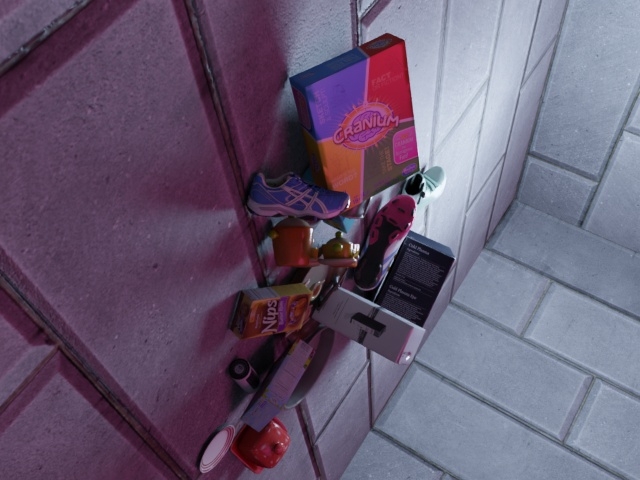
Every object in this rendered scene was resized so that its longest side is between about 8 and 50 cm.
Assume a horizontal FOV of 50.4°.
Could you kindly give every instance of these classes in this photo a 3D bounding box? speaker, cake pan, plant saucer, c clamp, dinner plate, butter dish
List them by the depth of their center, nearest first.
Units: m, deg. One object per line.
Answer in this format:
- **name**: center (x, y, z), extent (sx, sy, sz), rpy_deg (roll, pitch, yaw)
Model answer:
- **speaker**: center (-0.189, 0.343, 1.715), extent (0.055, 0.055, 0.136), rpy_deg (-55, 158, -19)
- **c clamp**: center (0.031, 0.125, 1.788), extent (0.137, 0.022, 0.160), rpy_deg (-57, -175, 1)
- **dinner plate**: center (-0.278, 0.550, 1.807), extent (0.141, 0.017, 0.141), rpy_deg (-50, 155, -33)
- **plant saucer**: center (-0.022, 0.137, 1.865), extent (0.310, 0.050, 0.310), rpy_deg (-49, 156, -31)
- **butter dish**: center (-0.148, 0.582, 1.948), extent (0.160, 0.118, 0.160), rpy_deg (-53, 126, -25)
- **cake pan**: center (-0.050, 0.375, 2.075), extent (0.293, 0.054, 0.293), rpy_deg (-49, 155, -33)

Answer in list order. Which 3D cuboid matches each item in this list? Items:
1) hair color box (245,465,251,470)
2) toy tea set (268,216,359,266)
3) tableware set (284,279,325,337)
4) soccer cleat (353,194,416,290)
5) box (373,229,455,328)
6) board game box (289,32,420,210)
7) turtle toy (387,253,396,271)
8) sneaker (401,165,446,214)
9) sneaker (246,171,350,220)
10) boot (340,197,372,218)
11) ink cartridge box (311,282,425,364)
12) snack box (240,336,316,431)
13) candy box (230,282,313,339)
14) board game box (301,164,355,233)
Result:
- **hair color box**: center (-0.192, 0.638, 2.072), extent (0.072, 0.043, 0.141), rpy_deg (-42, 150, -41)
- **toy tea set**: center (0.000, 0.000, 1.607), extent (0.336, 0.200, 0.124), rpy_deg (23, 66, -82)
- **tableware set**: center (-0.044, 0.171, 1.760), extent (0.141, 0.020, 0.168), rpy_deg (-22, 135, -59)
- **soccer cleat**: center (0.196, 0.004, 2.159), extent (0.331, 0.116, 0.143), rpy_deg (-61, 175, 2)
- **box**: center (0.317, 0.144, 2.363), extent (0.343, 0.179, 0.312), rpy_deg (-37, 150, -80)
- **board game box**: center (0.082, -0.235, 1.419), extent (0.242, 0.064, 0.316), rpy_deg (-29, 131, -17)
- **turtle toy**: center (0.219, 0.048, 2.290), extent (0.095, 0.066, 0.130), rpy_deg (24, 91, -86)
- **sneaker**: center (0.355, -0.191, 2.274), extent (0.256, 0.094, 0.151), rpy_deg (-48, 161, -28)
- **sneaker**: center (-0.041, -0.091, 1.372), extent (0.080, 0.211, 0.081), rpy_deg (-114, -153, -62)
- **boot**: center (0.130, -0.158, 1.608), extent (0.190, 0.076, 0.208), rpy_deg (-11, 119, -46)
- **ink cartridge box**: center (0.140, 0.236, 1.913), extent (0.114, 0.273, 0.197), rpy_deg (-63, 159, -1)
- **snack box**: center (-0.112, 0.380, 1.797), extent (0.174, 0.070, 0.207), rpy_deg (-53, -176, 47)
- **candy box**: center (-0.114, 0.165, 1.603), extent (0.187, 0.053, 0.109), rpy_deg (-4, 121, -42)
- **board game box**: center (0.097, -0.217, 1.676), extent (0.336, 0.079, 0.253), rpy_deg (-58, 158, -13)
